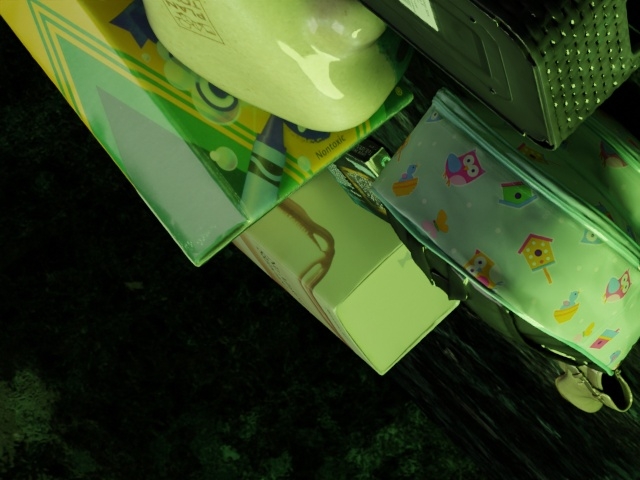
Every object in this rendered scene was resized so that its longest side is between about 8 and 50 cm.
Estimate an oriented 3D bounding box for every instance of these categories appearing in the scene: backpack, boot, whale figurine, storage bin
[{"bbox_3d":[0.125,-0.015,0.985,0.166,0.144,0.188,44,-164,28],"label":"backpack"},{"bbox_3d":[0.253,0.134,1.545,0.118,0.042,0.087,51,169,-36],"label":"boot"},{"bbox_3d":[-0.036,-0.182,1.011,0.216,0.141,0.272,25,165,34],"label":"whale figurine"},{"bbox_3d":[0.076,-0.144,0.843,0.180,0.084,0.122,42,172,25],"label":"storage bin"}]

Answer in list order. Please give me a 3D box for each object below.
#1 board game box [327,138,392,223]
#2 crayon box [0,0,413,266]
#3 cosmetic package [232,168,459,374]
[{"bbox_3d":[0.048,-0.063,1.685,0.126,0.026,0.186,50,172,-29],"label":"board game box"},{"bbox_3d":[-0.106,-0.169,1.179,0.323,0.203,0.083,52,137,-1],"label":"crayon box"},{"bbox_3d":[0.000,0.000,1.905,0.296,0.129,0.153,39,169,42],"label":"cosmetic package"}]
